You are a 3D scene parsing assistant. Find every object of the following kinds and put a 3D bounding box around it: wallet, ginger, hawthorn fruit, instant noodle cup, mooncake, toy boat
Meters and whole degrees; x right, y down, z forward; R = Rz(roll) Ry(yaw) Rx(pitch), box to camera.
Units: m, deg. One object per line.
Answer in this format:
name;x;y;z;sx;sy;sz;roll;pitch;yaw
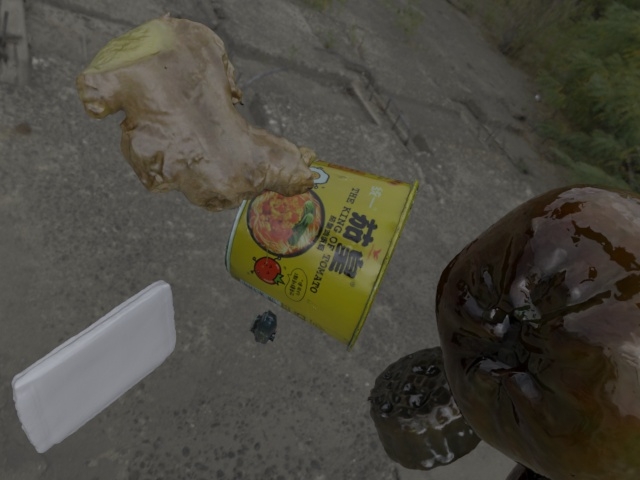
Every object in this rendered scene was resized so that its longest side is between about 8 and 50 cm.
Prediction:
wallet;-0.226;0.127;0.525;0.032;0.124;0.183;29;43;22
ginger;-0.105;-0.093;0.452;0.213;0.137;0.074;47;-7;-28
hawthorn fruit;0.271;0.086;0.473;0.300;0.268;0.268;6;45;-32
instant noodle cup;0.000;0.000;0.893;0.254;0.326;0.325;22;34;7
mooncake;0.197;0.300;0.926;0.124;0.228;0.228;62;32;-13
toy boat;-0.120;0.184;1.091;0.060;0.141;0.055;25;64;1

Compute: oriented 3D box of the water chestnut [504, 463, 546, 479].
water chestnut;0.392;0.464;0.739;0.347;0.335;0.335;7;45;-42
